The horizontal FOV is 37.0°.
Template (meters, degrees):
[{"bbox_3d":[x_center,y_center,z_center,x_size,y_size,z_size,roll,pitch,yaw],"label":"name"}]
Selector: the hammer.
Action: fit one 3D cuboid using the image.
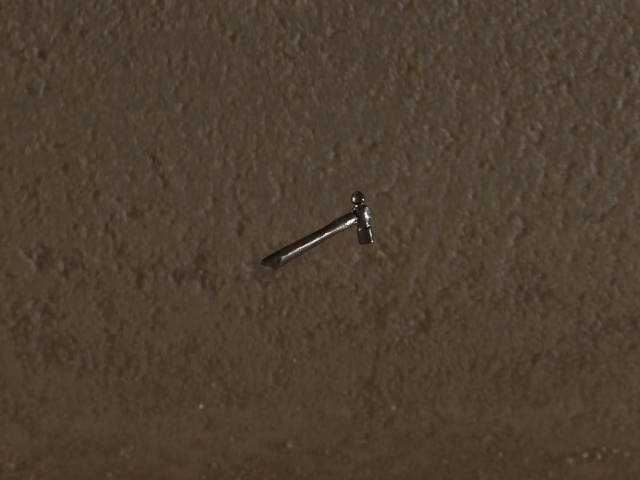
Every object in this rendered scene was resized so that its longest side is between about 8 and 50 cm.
[{"bbox_3d":[0.000,0.000,1.083,0.021,0.178,0.065,-2,110,44],"label":"hammer"}]
